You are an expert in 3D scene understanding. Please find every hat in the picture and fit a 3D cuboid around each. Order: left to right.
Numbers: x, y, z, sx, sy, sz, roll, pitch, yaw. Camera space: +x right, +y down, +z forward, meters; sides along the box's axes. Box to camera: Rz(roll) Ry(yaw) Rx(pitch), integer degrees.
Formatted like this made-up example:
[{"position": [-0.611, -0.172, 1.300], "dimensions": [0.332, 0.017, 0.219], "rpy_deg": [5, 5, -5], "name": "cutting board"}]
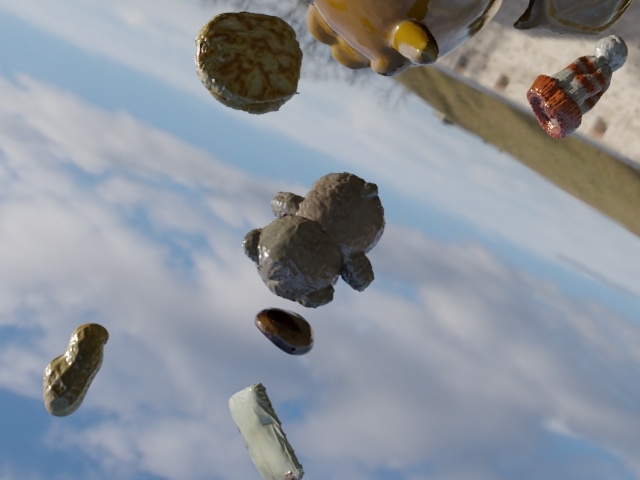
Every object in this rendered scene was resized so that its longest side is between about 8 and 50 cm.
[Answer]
[{"position": [0.381, -0.228, 1.425], "dimensions": [0.093, 0.162, 0.112], "rpy_deg": [53, 178, 9], "name": "hat"}]

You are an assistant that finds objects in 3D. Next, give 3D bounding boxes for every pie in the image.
[{"position": [-0.128, -0.320, 1.790], "dimensions": [0.205, 0.179, 0.084], "rpy_deg": [-5, 168, -29], "name": "pie"}]

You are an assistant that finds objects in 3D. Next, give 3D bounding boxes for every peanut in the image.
[{"position": [-0.477, 0.249, 1.922], "dimensions": [0.093, 0.194, 0.083], "rpy_deg": [21, 172, 19], "name": "peanut"}]

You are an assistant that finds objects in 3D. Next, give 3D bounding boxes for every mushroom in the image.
[{"position": [-0.059, 0.151, 1.714], "dimensions": [0.123, 0.052, 0.123], "rpy_deg": [29, -165, -9], "name": "mushroom"}]

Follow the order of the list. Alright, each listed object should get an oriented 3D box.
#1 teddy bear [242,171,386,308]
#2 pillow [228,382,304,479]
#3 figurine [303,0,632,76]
[{"position": [0.001, -0.001, 1.759], "dimensions": [0.236, 0.267, 0.151], "rpy_deg": [39, 160, 7], "name": "teddy bear"}, {"position": [-0.116, 0.415, 2.086], "dimensions": [0.051, 0.128, 0.229], "rpy_deg": [-14, -110, -44], "name": "pillow"}, {"position": [0.153, -0.348, 0.993], "dimensions": [0.268, 0.387, 0.401], "rpy_deg": [43, 174, 26], "name": "figurine"}]
